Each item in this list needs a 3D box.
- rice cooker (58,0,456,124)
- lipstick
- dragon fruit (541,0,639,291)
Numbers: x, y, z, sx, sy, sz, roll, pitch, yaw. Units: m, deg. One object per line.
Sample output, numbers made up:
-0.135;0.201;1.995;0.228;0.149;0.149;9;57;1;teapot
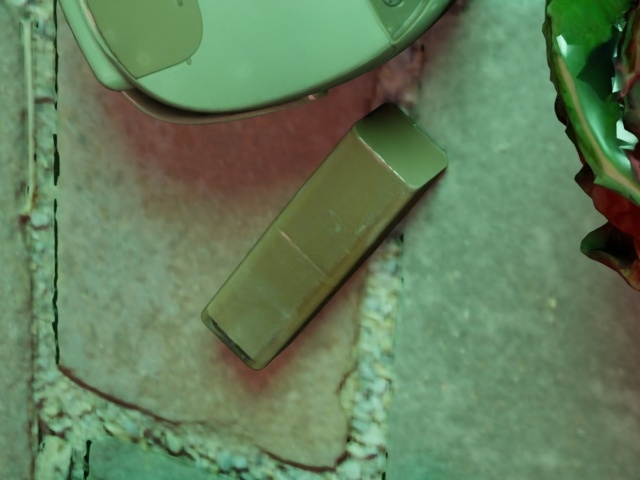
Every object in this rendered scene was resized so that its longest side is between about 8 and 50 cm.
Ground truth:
-0.020;-0.132;0.795;0.206;0.127;0.145;-15;103;38;rice cooker
0.000;0.000;0.892;0.045;0.045;0.145;45;125;7;lipstick
0.222;-0.056;0.617;0.293;0.234;0.234;-10;110;-4;dragon fruit
